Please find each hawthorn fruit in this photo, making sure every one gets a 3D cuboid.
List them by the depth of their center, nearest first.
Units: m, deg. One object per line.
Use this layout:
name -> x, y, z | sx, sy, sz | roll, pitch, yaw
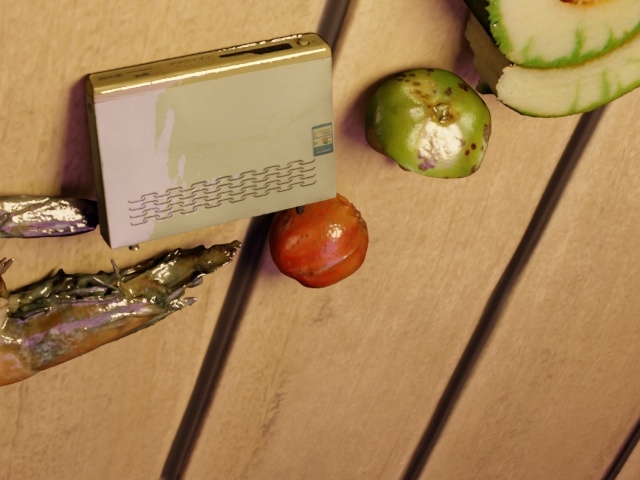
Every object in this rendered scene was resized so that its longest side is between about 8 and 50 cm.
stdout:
hawthorn fruit -> 0.000, 0.000, 1.907 | 0.128, 0.128, 0.128 | -18, 140, -15

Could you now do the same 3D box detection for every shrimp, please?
shrimp -> -0.298, 0.038, 1.792 | 0.445, 0.085, 0.272 | -13, 133, -16

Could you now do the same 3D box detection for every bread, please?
bread -> 0.286, -0.301, 1.742 | 0.366, 0.129, 0.382 | 8, 129, -42

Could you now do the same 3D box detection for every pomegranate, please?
pomegranate -> 0.123, -0.135, 1.835 | 0.143, 0.169, 0.122 | 5, 95, 2

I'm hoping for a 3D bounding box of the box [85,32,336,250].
box -> -0.114, -0.104, 1.732 | 0.270, 0.045, 0.211 | -15, 121, -20
